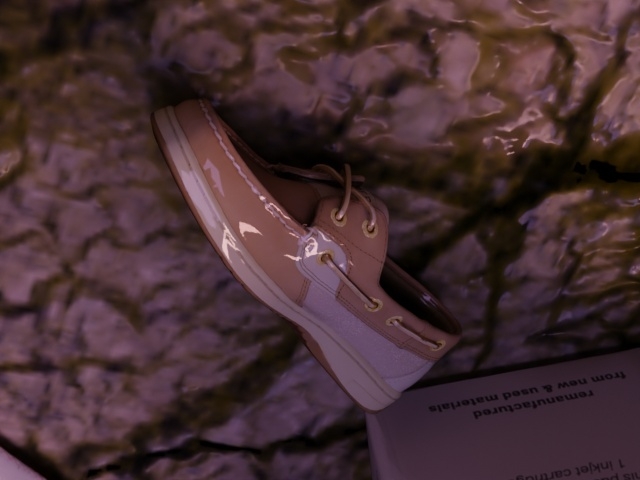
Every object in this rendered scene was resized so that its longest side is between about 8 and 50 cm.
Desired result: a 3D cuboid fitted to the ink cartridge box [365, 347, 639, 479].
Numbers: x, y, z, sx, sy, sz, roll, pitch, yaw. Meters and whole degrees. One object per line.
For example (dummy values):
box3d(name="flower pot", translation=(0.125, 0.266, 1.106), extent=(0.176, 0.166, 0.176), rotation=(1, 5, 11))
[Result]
box3d(name="ink cartridge box", translation=(0.100, 0.199, 0.362), extent=(0.114, 0.273, 0.197), rotation=(-10, 125, -4))

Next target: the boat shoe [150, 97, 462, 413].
box3d(name="boat shoe", translation=(0.000, 0.000, 0.348), extent=(0.045, 0.050, 0.135), rotation=(-33, 134, 7))

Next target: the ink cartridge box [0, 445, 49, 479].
box3d(name="ink cartridge box", translation=(-0.209, 0.141, 0.383), extent=(0.239, 0.060, 0.275), rotation=(-50, 121, -11))
